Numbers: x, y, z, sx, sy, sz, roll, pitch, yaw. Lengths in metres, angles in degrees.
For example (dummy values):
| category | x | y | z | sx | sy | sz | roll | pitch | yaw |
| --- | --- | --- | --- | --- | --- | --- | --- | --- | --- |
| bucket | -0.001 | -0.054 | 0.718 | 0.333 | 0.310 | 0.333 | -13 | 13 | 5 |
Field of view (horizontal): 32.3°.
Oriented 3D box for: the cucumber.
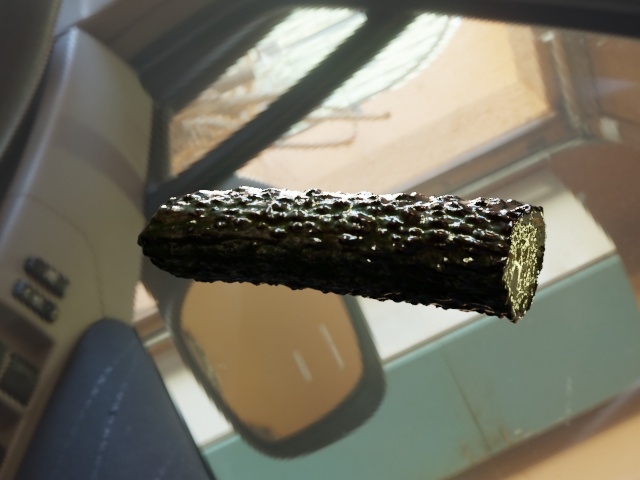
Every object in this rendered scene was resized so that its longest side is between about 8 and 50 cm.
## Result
| category | x | y | z | sx | sy | sz | roll | pitch | yaw |
| --- | --- | --- | --- | --- | --- | --- | --- | --- | --- |
| cucumber | 0.000 | 0.000 | 0.906 | 0.096 | 0.360 | 0.096 | -19 | 111 | -59 |
